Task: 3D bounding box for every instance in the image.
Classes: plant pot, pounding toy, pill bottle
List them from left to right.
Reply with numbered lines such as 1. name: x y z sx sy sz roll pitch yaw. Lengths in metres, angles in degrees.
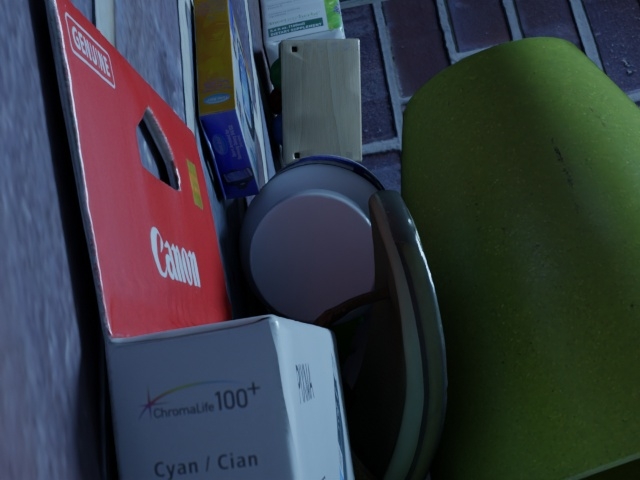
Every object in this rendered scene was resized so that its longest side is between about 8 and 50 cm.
1. pounding toy: -0.008 -0.114 1.327 0.181 0.094 0.206 -112 -160 -81
2. pill bottle: 0.000 0.000 0.851 0.187 0.112 0.112 -75 155 -82
3. plant pot: 0.168 0.020 0.828 0.275 0.274 0.294 70 2 -71

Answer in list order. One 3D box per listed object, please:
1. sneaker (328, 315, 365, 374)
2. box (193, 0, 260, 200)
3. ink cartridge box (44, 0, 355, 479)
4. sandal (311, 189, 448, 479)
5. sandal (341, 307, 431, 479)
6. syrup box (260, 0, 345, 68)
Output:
1. sneaker: 0.014 0.127 1.012 0.123 0.109 0.296 -10 96 -56
2. box: -0.062 -0.092 0.804 0.081 0.028 0.136 76 3 -50
3. ink cartridge box: -0.033 0.048 0.532 0.296 0.066 0.261 52 30 -84
4. sandal: 0.011 0.116 0.731 0.120 0.086 0.303 -107 -153 -63
5. sandal: 0.084 0.146 0.926 0.169 0.102 0.416 33 63 -51
6. syrup box: -0.024 -0.288 1.489 0.096 0.093 0.237 76 5 -48
